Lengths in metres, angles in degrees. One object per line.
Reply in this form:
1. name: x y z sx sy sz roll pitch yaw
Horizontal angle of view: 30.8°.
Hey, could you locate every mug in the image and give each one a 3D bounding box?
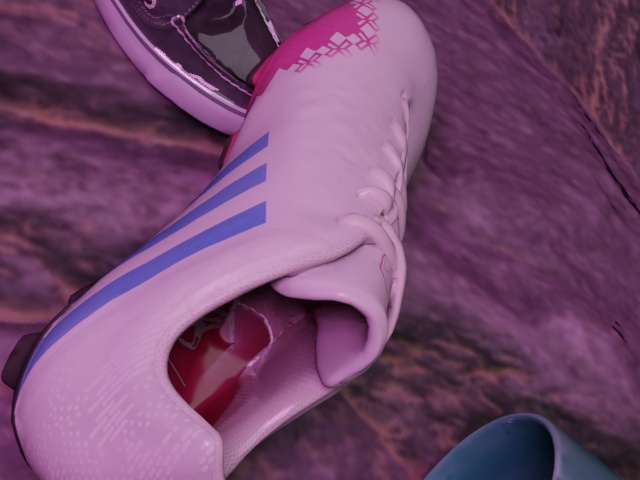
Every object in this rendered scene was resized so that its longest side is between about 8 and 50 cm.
1. mug: 0.102 0.161 0.531 0.097 0.158 0.129 40 87 -12

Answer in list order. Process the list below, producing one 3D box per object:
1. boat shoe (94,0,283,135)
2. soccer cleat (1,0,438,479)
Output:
1. boat shoe: -0.082 -0.158 0.632 0.080 0.076 0.228 -35 87 -38
2. soccer cleat: 0.000 0.000 0.547 0.331 0.143 0.116 -53 131 -33
